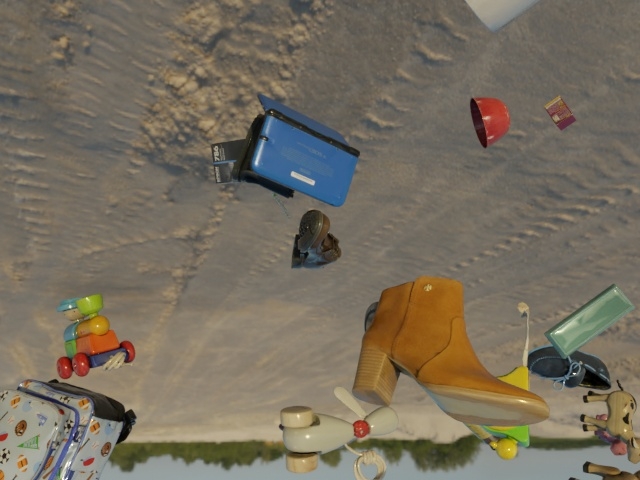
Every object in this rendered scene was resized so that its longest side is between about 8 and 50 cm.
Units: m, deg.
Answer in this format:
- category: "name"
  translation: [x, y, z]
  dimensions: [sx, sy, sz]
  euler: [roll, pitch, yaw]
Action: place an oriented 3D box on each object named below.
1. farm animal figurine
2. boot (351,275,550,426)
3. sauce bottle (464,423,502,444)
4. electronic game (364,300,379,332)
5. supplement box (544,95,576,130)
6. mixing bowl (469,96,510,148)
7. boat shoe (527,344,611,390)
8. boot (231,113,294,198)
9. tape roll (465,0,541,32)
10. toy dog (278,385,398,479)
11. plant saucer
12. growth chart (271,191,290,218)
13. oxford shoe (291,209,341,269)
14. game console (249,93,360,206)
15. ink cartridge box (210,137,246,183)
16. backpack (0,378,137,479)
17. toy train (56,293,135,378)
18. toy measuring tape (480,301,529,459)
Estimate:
- category: "farm animal figurine"
  translation: [0.701, 0.544, 1.347]
  dimensions: [0.172, 0.330, 0.327]
  euler: [-5, -160, 45]
- category: "boot"
  translation: [0.193, 0.147, 0.857]
  dimensions: [0.295, 0.211, 0.104]
  euler: [-1, 140, 34]
- category: "sauce bottle"
  translation: [0.407, 0.451, 1.720]
  dimensions: [0.344, 0.111, 0.111]
  euler: [45, 151, -3]
- category: "electronic game"
  translation: [0.224, 0.315, 1.957]
  dimensions: [0.048, 0.229, 0.229]
  euler: [-14, 170, -33]
- category: "supplement box"
  translation: [0.716, -0.380, 1.739]
  dimensions: [0.055, 0.083, 0.043]
  euler: [-35, 143, 28]
- category: "mixing bowl"
  translation: [0.585, -0.413, 1.987]
  dimensions: [0.098, 0.181, 0.181]
  euler: [-16, 159, 7]
- category: "boat shoe"
  translation: [0.633, 0.322, 1.461]
  dimensions: [0.258, 0.089, 0.109]
  euler: [8, 128, -18]
- category: "boot"
  translation: [-0.138, -0.260, 1.807]
  dimensions: [0.207, 0.246, 0.094]
  euler: [17, 160, 8]
- category: "tape roll"
  translation: [0.343, -0.550, 1.117]
  dimensions: [0.169, 0.246, 0.246]
  euler: [-33, 146, 31]
- category: "toy dog"
  translation: [0.024, 0.495, 1.529]
  dimensions: [0.334, 0.220, 0.161]
  euler: [20, 172, -25]
- category: "plant saucer"
  translation: [0.576, 0.171, 1.242]
  dimensions: [0.192, 0.067, 0.018]
  euler: [-35, 165, -3]
- category: "growth chart"
  translation: [-0.167, -0.177, 1.944]
  dimensions: [0.021, 0.172, 0.237]
  euler: [-31, 149, 0]
- category: "oxford shoe"
  translation: [0.000, 0.000, 1.158]
  dimensions: [0.096, 0.082, 0.227]
  euler: [9, 161, -5]
- category: "game console"
  translation: [-0.058, -0.251, 1.618]
  dimensions: [0.293, 0.250, 0.173]
  euler: [21, 172, -26]
- category: "ink cartridge box"
  translation: [-0.333, -0.306, 2.262]
  dimensions: [0.333, 0.165, 0.065]
  euler: [0, -170, 43]
- category: "backpack"
  translation: [-0.552, 0.429, 1.176]
  dimensions: [0.277, 0.263, 0.213]
  euler: [6, 168, 31]
- category: "toy train"
  translation: [-0.395, 0.160, 1.038]
  dimensions: [0.105, 0.143, 0.248]
  euler: [-11, 174, -43]
- category: "toy measuring tape"
  translation: [0.376, 0.284, 1.214]
  dimensions: [0.121, 0.330, 0.121]
  euler: [9, 152, 5]
